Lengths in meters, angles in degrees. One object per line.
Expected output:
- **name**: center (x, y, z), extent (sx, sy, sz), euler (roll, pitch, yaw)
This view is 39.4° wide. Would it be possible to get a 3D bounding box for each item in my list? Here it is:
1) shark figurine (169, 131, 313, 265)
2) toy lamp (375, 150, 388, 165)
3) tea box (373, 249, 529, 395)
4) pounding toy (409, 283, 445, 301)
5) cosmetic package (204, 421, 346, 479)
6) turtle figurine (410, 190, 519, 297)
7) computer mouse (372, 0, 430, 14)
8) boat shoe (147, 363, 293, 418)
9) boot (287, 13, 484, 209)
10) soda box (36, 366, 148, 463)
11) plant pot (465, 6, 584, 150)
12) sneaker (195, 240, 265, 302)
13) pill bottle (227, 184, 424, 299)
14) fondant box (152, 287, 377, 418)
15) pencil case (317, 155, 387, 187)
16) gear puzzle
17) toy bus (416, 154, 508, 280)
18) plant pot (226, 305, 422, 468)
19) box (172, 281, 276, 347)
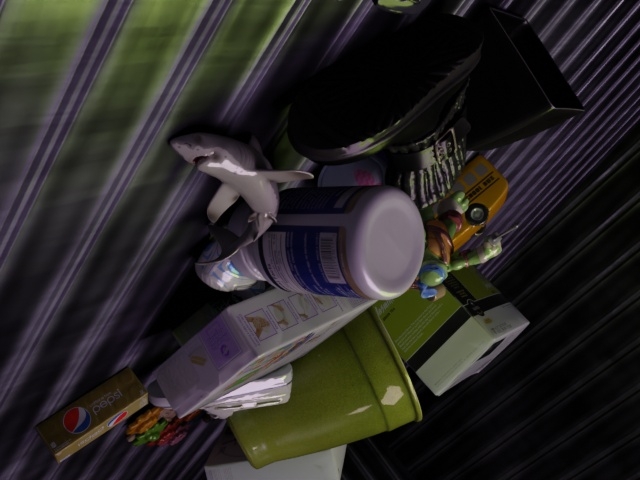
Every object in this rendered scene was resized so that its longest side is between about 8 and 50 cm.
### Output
- **shark figurine**: center (-0.095, -0.073, 1.170), extent (0.166, 0.116, 0.278), euler (-5, 149, -3)
- **toy lamp**: center (0.209, -0.193, 1.557), extent (0.274, 0.080, 0.080), euler (-27, 158, -33)
- **tea box**: center (0.321, 0.188, 2.327), extent (0.220, 0.323, 0.329), euler (-48, 161, 21)
- **pounding toy**: center (0.164, 0.050, 1.841), extent (0.094, 0.206, 0.181), euler (-26, 158, -40)
- **cosmetic package**: center (-0.083, 0.453, 2.067), extent (0.284, 0.098, 0.377), euler (-8, -167, 8)
- **turtle figurine**: center (0.247, -0.050, 1.673), extent (0.266, 0.197, 0.275), euler (-85, 180, -57)
- **computer mouse**: center (0.074, -0.300, 1.054), extent (0.242, 0.041, 0.071), euler (-16, 151, -54)
- **boat shoe**: center (-0.181, 0.282, 1.641), extent (0.267, 0.096, 0.088), euler (-9, 116, -20)
- **boot**: center (0.098, -0.138, 1.264), extent (0.348, 0.131, 0.260), euler (-33, 148, -27)
- **soda box**: center (-0.383, 0.294, 1.512), extent (0.181, 0.061, 0.058), euler (-33, 161, -25)
- **plant pot**: center (0.288, -0.243, 1.450), extent (0.167, 0.187, 0.188), euler (-35, 168, 30)
- **sneaker**: center (-0.125, 0.046, 1.420), extent (0.086, 0.085, 0.237), euler (-46, 166, 1)
- **pill bottle**: center (0.000, 0.000, 1.252), extent (0.264, 0.153, 0.153), euler (3, -161, 43)
- **fondant box**: center (-0.085, 0.158, 1.507), extent (0.330, 0.096, 0.238), euler (-21, 165, -50)
- **pencil case**: center (0.069, -0.062, 1.520), extent (0.124, 0.114, 0.273), euler (-23, 164, 2)
- **gear puzzle**: center (-0.318, 0.388, 1.919), extent (0.175, 0.044, 0.339), euler (-41, 163, 0)
- **toy bus**: center (0.273, -0.033, 2.002), extent (0.332, 0.130, 0.108), euler (-40, 164, -4)
- **plant pot**: center (-0.032, 0.288, 1.845), extent (0.353, 0.367, 0.366), euler (-27, 161, -7)
- **box**: center (-0.108, 0.106, 1.656), extent (0.322, 0.058, 0.232), euler (-41, 163, -6)
